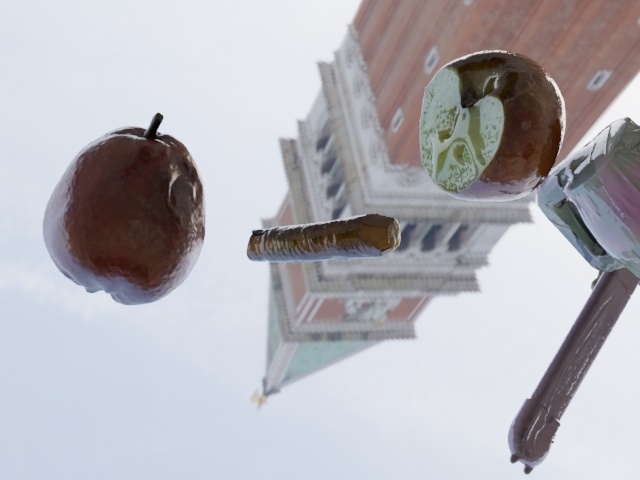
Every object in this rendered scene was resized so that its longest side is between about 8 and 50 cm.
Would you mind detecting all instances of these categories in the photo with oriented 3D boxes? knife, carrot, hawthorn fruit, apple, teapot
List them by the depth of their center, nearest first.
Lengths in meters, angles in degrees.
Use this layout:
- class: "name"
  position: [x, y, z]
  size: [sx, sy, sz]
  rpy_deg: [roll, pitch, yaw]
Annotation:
- class: "apple"
  position: [0.212, -0.141, 1.292]
  size: [0.160, 0.173, 0.195]
  rpy_deg: [-19, -145, -24]
- class: "teapot"
  position: [0.382, -0.062, 1.326]
  size: [0.178, 0.221, 0.163]
  rpy_deg: [39, -95, -6]
- class: "hawthorn fruit"
  position: [-0.246, -0.046, 1.412]
  size: [0.224, 0.261, 0.224]
  rpy_deg: [18, -171, -3]
- class: "knife"
  position: [0.358, 0.132, 1.459]
  size: [0.132, 0.038, 0.399]
  rpy_deg: [40, -104, -36]
- class: "carrot"
  position: [0.000, 0.000, 1.651]
  size: [0.070, 0.260, 0.070]
  rpy_deg: [13, -106, -56]
